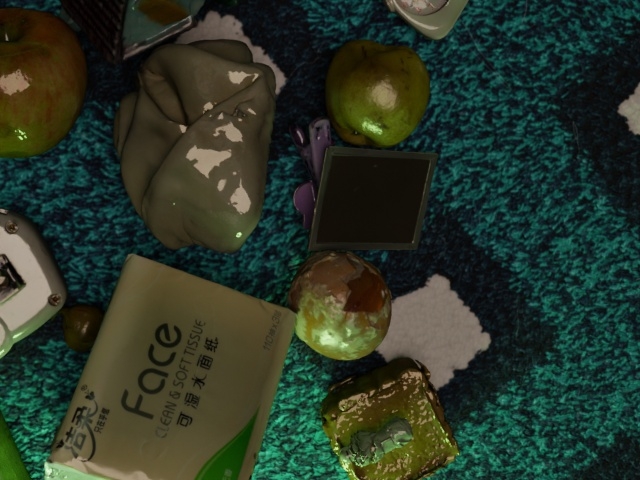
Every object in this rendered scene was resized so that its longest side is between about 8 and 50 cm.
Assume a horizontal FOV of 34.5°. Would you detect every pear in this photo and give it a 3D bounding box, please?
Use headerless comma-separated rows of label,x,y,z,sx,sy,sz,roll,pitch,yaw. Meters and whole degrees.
pear,0.102,-0.262,1.850,0.200,0.200,0.200,-2,100,-11

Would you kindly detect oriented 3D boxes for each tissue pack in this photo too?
tissue pack,-0.248,0.272,1.755,0.332,0.205,0.405,20,58,-7

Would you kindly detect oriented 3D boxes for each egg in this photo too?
egg,0.038,0.123,1.896,0.195,0.195,0.233,-34,122,-4

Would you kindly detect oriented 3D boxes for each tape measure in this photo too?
tape measure,-0.595,0.068,1.793,0.265,0.130,0.258,-38,102,-3

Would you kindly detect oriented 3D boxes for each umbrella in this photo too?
umbrella,0.102,0.371,1.888,0.143,0.062,0.067,-23,65,-3

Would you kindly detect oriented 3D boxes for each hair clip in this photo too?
hair clip,0.012,-0.112,1.907,0.137,0.090,0.278,-22,120,-21

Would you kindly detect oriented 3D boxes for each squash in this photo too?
squash,-0.576,0.445,1.875,0.101,0.101,0.378,-19,104,-8

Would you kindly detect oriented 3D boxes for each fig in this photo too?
fig,-0.437,0.149,1.868,0.098,0.082,0.084,42,125,1

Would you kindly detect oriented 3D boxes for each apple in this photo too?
apple,-0.512,-0.258,1.717,0.246,0.246,0.226,-4,131,-11

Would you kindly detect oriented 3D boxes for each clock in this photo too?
clock,0.179,-0.472,1.890,0.191,0.062,0.151,30,93,-14

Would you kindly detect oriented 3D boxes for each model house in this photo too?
model house,-0.305,-0.409,1.703,0.230,0.280,0.248,18,115,-48

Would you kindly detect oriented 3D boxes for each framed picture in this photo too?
framed picture,0.097,-0.075,1.910,0.252,0.014,0.197,0,110,-32

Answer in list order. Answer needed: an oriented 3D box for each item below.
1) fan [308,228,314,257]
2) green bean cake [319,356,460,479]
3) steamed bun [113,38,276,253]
fan,0.000,0.000,1.963,0.056,0.004,0.083,28,93,-15
green bean cake,0.132,0.359,1.986,0.230,0.131,0.224,-27,101,-3
steamed bun,-0.220,-0.170,1.724,0.255,0.342,0.367,12,82,-14
